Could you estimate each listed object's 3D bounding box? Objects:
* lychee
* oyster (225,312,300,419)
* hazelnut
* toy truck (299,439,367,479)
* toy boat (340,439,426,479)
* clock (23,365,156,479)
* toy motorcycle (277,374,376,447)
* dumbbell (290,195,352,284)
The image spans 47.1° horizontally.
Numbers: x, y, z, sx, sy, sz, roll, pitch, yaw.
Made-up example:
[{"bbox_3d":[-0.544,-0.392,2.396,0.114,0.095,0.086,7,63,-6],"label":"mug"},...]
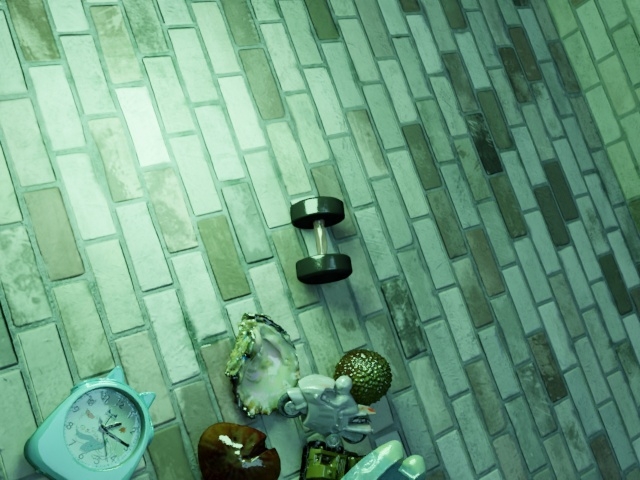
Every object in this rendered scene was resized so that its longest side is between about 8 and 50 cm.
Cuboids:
[{"bbox_3d":[0.118,0.363,1.958,0.171,0.171,0.171,10,69,-29],"label":"lychee"},{"bbox_3d":[-0.151,0.310,1.858,0.198,0.092,0.259,-19,102,-36],"label":"oyster"},{"bbox_3d":[-0.196,0.513,1.707,0.178,0.178,0.204,-33,75,-35],"label":"hazelnut"},{"bbox_3d":[0.077,0.596,1.882,0.257,0.127,0.127,23,62,-28],"label":"toy truck"},{"bbox_3d":[0.101,0.619,1.776,0.330,0.123,0.215,-51,135,-1],"label":"toy boat"},{"bbox_3d":[-0.484,0.419,1.613,0.223,0.094,0.274,43,55,-13],"label":"clock"},{"bbox_3d":[0.029,0.418,1.864,0.260,0.110,0.171,27,102,-17],"label":"toy motorcycle"},{"bbox_3d":[0.000,0.000,2.013,0.153,0.152,0.218,2,73,-31],"label":"dumbbell"}]
